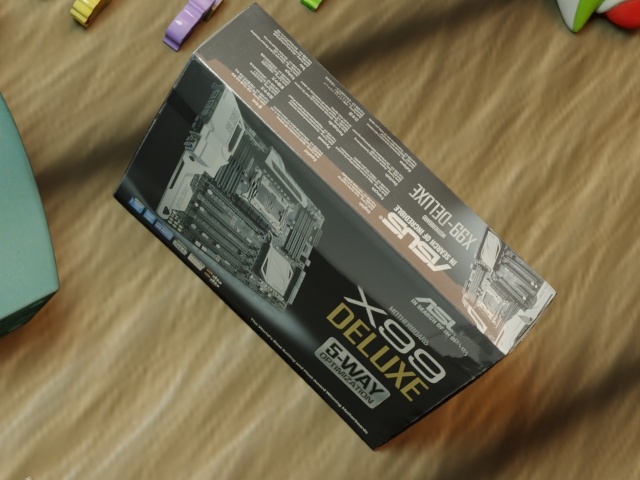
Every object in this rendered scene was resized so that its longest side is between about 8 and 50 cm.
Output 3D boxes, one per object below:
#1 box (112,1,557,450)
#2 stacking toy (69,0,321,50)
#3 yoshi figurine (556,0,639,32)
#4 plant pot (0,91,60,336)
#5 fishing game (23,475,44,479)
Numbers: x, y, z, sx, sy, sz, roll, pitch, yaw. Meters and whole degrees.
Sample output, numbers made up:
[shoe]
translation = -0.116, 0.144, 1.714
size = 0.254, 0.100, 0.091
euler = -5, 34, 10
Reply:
[box]
translation = 0.000, 0.000, 1.154
size = 0.307, 0.242, 0.076
euler = 45, 59, 1
[stacking toy]
translation = -0.093, -0.222, 1.326
size = 0.167, 0.052, 0.221
euler = 36, 59, -4
[yoshi figurine]
translation = 0.359, -0.303, 1.465
size = 0.362, 0.203, 0.203
euler = 26, 54, -13
[plant pot]
translation = -0.302, -0.029, 1.097
size = 0.166, 0.165, 0.234
euler = -28, 86, -29
[fishing game]
translation = -0.285, 0.275, 1.036
size = 0.264, 0.041, 0.189
euler = -15, 71, -26
